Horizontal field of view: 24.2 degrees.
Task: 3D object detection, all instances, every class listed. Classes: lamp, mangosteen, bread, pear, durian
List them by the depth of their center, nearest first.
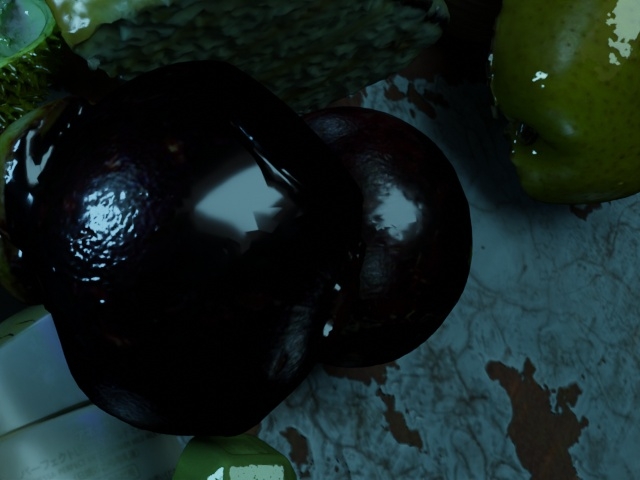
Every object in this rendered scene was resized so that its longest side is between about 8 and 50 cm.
[{"bbox_3d":[-0.107,-0.009,1.033,0.287,0.233,0.287,36,21,-16],"label":"mangosteen"},{"bbox_3d":[-0.257,-0.160,1.227,0.100,0.086,0.215,35,48,-3],"label":"durian"},{"bbox_3d":[0.000,0.000,1.256,0.265,0.228,0.228,-9,72,-34],"label":"mangosteen"},{"bbox_3d":[-0.073,-0.275,1.310,0.395,0.239,0.264,7,56,-63],"label":"bread"},{"bbox_3d":[0.338,-0.208,1.587,0.386,0.191,0.340,-58,140,-39],"label":"pear"},{"bbox_3d":[0.176,-0.279,1.625,0.136,0.136,0.136,20,55,-31],"label":"lamp"}]

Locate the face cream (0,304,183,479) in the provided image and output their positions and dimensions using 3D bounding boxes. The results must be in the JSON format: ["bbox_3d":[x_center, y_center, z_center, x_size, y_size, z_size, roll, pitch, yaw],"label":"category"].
[{"bbox_3d":[-0.159,0.209,1.094,0.173,0.081,0.348,-19,80,-42],"label":"face cream"}]

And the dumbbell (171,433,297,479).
[{"bbox_3d":[-0.162,0.192,0.983,0.302,0.121,0.108,0,99,-25],"label":"dumbbell"}]
